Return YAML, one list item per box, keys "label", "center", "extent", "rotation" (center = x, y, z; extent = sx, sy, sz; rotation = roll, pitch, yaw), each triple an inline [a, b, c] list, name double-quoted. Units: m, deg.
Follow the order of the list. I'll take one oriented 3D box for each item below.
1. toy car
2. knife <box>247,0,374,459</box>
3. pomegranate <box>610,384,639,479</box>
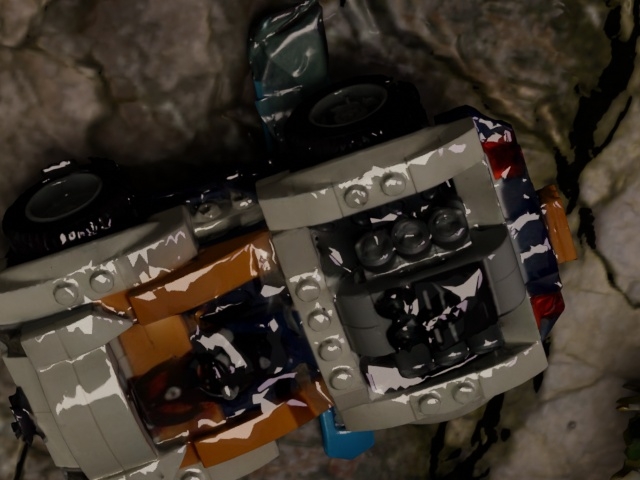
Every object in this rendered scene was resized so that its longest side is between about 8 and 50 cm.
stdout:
- label: "toy car"
  center: [-0.020, 0.030, 0.915]
  extent: [0.301, 0.118, 0.193]
  rotation: [-16, 120, 5]
- label: "knife"
  center: [0.001, 0.001, 0.980]
  extent: [0.044, 0.026, 0.296]
  rotation: [-16, 120, -10]
- label: "pomegranate"
  center: [0.288, 0.136, 1.035]
  extent: [0.235, 0.210, 0.210]
  rotation: [2, 119, 13]
